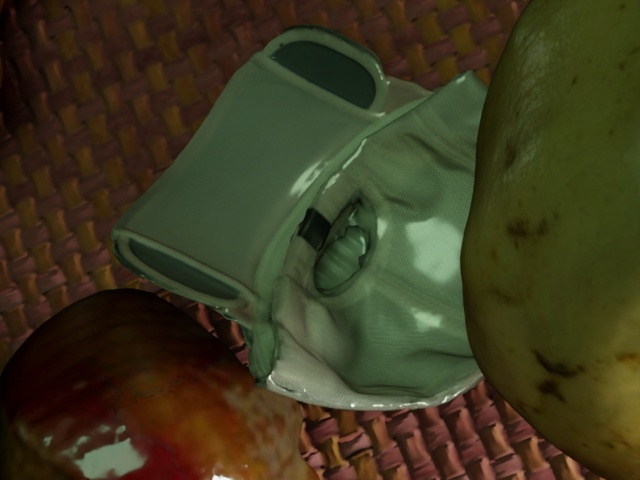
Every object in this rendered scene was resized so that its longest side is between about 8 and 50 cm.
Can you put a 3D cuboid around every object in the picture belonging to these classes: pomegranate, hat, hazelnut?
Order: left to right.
[{"bbox_3d":[-0.099,0.135,1.009,0.170,0.160,0.201,-16,116,34],"label":"hazelnut"},{"bbox_3d":[0.000,0.000,1.041,0.219,0.164,0.226,-52,33,-17],"label":"hat"},{"bbox_3d":[0.232,-0.016,0.873,0.333,0.332,0.332,-2,79,12],"label":"pomegranate"}]

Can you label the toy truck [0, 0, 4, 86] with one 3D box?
[{"bbox_3d":[-0.303,-0.173,1.094,0.265,0.189,0.239,20,100,24],"label":"toy truck"}]
